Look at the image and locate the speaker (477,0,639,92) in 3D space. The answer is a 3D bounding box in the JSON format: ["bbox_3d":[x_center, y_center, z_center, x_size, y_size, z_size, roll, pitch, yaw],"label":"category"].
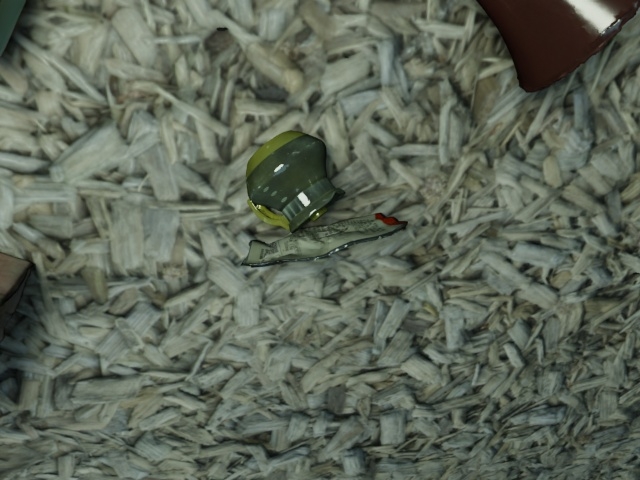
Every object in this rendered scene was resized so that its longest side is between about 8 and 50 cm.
[{"bbox_3d":[0.223,-0.375,0.496,0.329,0.198,0.259,38,120,-15],"label":"speaker"}]

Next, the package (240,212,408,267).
[{"bbox_3d":[0.000,0.000,0.660,0.232,0.166,0.040,-12,102,-5],"label":"package"}]

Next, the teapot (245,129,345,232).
[{"bbox_3d":[-0.045,-0.073,0.644,0.119,0.130,0.165,53,136,1],"label":"teapot"}]

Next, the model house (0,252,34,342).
[{"bbox_3d":[-0.582,0.111,0.619,0.237,0.202,0.237,28,111,-21],"label":"model house"}]

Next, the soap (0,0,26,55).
[{"bbox_3d":[-0.380,-0.356,0.462,0.172,0.095,0.289,31,109,-21],"label":"soap"}]
